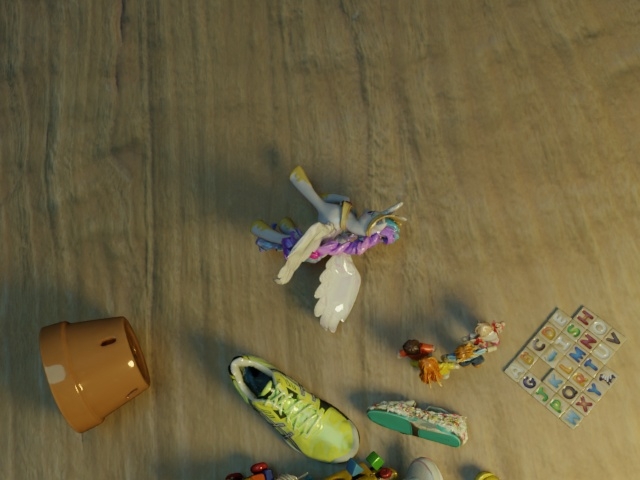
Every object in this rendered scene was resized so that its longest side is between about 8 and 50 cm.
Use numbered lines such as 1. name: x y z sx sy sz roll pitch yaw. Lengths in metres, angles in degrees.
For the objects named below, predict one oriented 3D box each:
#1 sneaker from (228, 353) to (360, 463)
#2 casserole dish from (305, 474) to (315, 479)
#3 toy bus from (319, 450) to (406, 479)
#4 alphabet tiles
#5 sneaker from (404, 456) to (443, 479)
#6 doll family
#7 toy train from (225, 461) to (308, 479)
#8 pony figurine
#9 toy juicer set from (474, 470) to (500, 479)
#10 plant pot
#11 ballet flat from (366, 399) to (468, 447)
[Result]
1. sneaker: -0.080 0.409 1.879 0.385 0.147 0.145 29 81 24
2. casserole dish: -0.031 0.639 1.801 0.037 0.114 0.188 1 68 -20
3. toy bus: 0.094 0.561 1.786 0.191 0.202 0.104 -56 34 2
4. alphabet tiles: 0.571 0.275 1.777 0.198 0.009 0.237 40 88 26
5. sneaker: 0.191 0.589 1.687 0.103 0.111 0.252 -8 58 46
6. doll family: 0.306 0.268 1.784 0.263 0.163 0.118 -17 67 13
7. toy train: -0.166 0.573 1.820 0.248 0.143 0.105 -30 63 30
8. pony figurine: 0.000 0.000 1.951 0.363 0.303 0.351 24 72 40
9. toy juicer set: 0.308 0.599 1.706 0.329 0.089 0.209 12 80 25
10. plant pot: -0.571 0.325 2.022 0.204 0.291 0.290 -20 65 -8
11. ballet flat: 0.229 0.415 1.818 0.241 0.091 0.077 14 47 19
